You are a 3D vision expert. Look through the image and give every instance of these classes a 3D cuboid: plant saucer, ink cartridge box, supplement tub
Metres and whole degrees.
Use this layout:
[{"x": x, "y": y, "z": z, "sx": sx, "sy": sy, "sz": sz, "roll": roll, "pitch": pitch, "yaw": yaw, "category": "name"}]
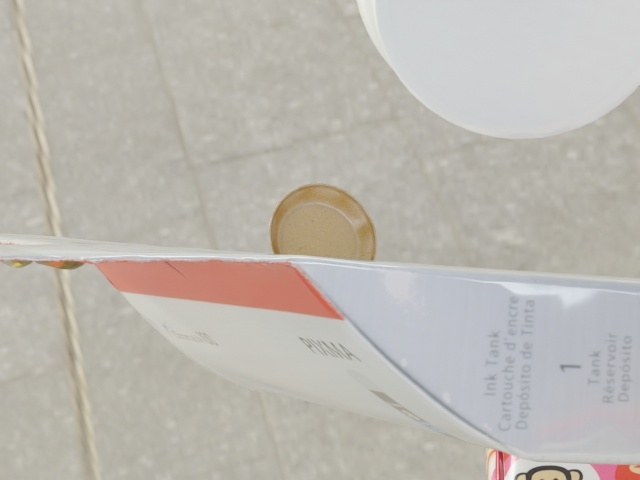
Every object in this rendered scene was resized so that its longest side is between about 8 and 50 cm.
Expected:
[{"x": 0.000, "y": 0.000, "z": 1.194, "sx": 0.083, "sy": 0.015, "sz": 0.083, "roll": 6, "pitch": 72, "yaw": -19, "category": "plant saucer"}, {"x": -0.019, "y": 0.050, "z": 0.797, "sx": 0.385, "sy": 0.091, "sz": 0.308, "roll": 3, "pitch": 0, "yaw": -24, "category": "ink cartridge box"}, {"x": 0.139, "y": -0.220, "z": 1.177, "sx": 0.228, "sy": 0.228, "sz": 0.316, "roll": -5, "pitch": 25, "yaw": 7, "category": "supplement tub"}]

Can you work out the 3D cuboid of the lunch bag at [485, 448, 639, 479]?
[{"x": 0.251, "y": 0.166, "z": 1.012, "sx": 0.293, "sy": 0.120, "sz": 0.258, "roll": -6, "pitch": 31, "yaw": 7, "category": "lunch bag"}]
